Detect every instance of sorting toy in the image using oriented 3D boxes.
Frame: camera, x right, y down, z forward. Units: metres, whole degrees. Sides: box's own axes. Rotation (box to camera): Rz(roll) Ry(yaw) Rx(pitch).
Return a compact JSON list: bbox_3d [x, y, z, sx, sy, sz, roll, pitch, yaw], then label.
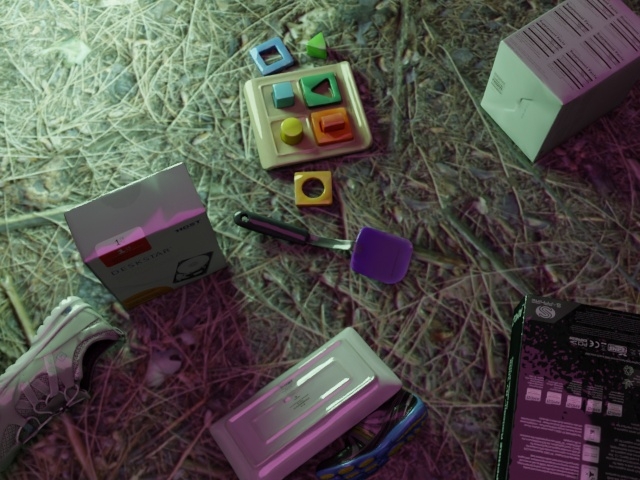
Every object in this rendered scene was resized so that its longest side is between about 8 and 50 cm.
[{"bbox_3d":[-0.023,-0.222,1.349,0.196,0.047,0.347,-14,69,-4],"label":"sorting toy"}]

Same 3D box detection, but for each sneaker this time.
[{"bbox_3d":[-0.401,0.220,1.155,0.115,0.105,0.281,25,71,11],"label":"sneaker"},{"bbox_3d":[0.070,0.288,1.147,0.188,0.067,0.078,-37,51,-10],"label":"sneaker"}]

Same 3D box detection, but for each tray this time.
[{"bbox_3d":[-0.026,0.241,1.151,0.270,0.030,0.145,-35,48,-11],"label":"tray"}]

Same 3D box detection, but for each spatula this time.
[{"bbox_3d":[0.000,0.000,1.270,0.297,0.030,0.084,14,72,7],"label":"spatula"}]

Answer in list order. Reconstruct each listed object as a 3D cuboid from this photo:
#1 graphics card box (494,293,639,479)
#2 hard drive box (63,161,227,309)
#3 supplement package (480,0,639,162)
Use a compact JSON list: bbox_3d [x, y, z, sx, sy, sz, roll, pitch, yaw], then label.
[{"bbox_3d":[0.378,0.277,1.120,0.233,0.094,0.370,9,70,5],"label":"graphics card box"},{"bbox_3d":[-0.252,0.001,1.169,0.181,0.232,0.089,-24,70,-7],"label":"hard drive box"},{"bbox_3d":[0.400,-0.273,1.279,0.203,0.194,0.149,-33,72,-12],"label":"supplement package"}]
